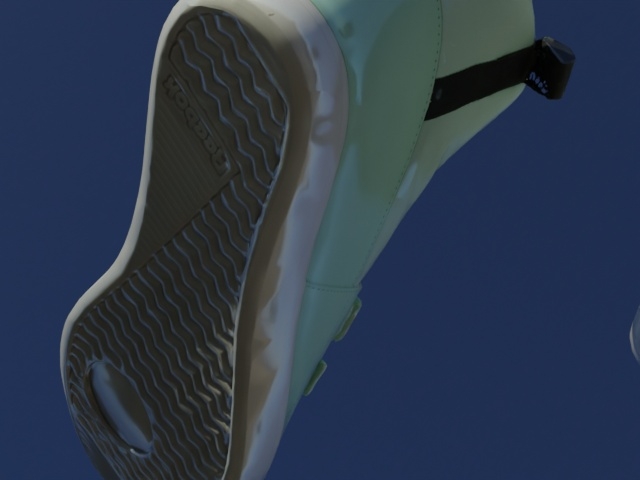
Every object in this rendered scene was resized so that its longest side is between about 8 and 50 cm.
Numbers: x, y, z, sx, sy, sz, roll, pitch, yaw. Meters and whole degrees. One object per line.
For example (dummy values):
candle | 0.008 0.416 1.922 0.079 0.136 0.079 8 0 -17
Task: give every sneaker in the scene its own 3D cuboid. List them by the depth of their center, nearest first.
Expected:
sneaker | 0.000 0.000 0.618 0.094 0.151 0.256 43 -43 21

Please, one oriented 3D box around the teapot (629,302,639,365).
teapot | 0.237 -0.014 0.633 0.187 0.252 0.256 26 -81 13
